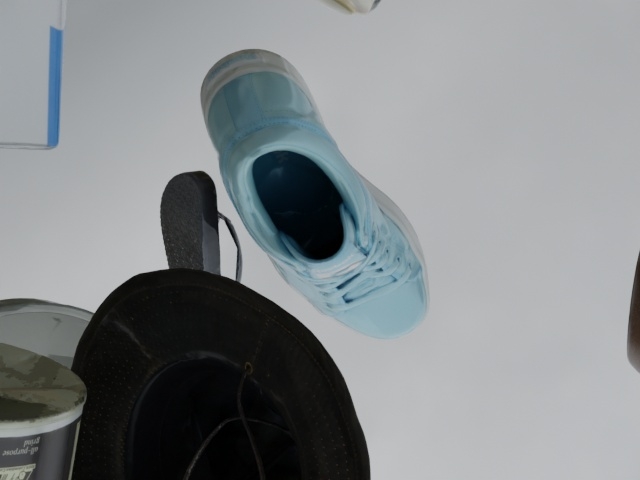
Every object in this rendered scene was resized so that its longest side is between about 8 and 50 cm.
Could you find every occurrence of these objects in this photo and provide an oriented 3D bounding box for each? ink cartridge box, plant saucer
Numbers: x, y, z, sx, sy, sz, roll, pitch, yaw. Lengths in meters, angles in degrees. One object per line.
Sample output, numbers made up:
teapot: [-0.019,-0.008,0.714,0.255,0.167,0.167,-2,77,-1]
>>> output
ink cartridge box: [-0.324,-0.322,1.648,0.395,0.166,0.285,-97,-167,-45]
plant saucer: [0.348,0.065,1.826,0.029,0.168,0.168,8,-141,16]

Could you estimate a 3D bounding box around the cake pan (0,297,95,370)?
cake pan: [-0.312,0.181,1.745,0.293,0.293,0.054,-41,-144,0]

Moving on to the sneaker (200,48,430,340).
sneaker: [0.000,0.000,1.574,0.135,0.366,0.150,-28,-140,14]

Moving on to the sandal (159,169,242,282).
sandal: [-0.113,0.036,1.732,0.054,0.255,0.097,-20,-143,-24]

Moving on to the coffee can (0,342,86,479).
coffee can: [-0.293,0.227,1.274,0.201,0.201,0.275,-134,-127,-71]

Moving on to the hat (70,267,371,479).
hat: [-0.057,0.173,1.345,0.331,0.331,0.134,-26,167,37]

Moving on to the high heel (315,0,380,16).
high heel: [0.049,-0.284,1.423,0.186,0.093,0.261,-60,-164,-4]
